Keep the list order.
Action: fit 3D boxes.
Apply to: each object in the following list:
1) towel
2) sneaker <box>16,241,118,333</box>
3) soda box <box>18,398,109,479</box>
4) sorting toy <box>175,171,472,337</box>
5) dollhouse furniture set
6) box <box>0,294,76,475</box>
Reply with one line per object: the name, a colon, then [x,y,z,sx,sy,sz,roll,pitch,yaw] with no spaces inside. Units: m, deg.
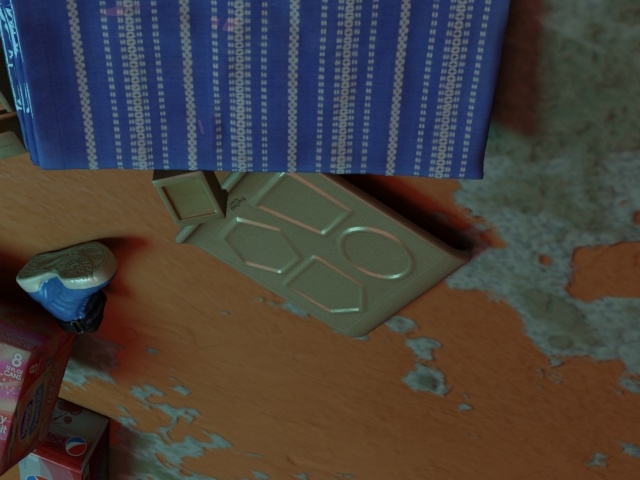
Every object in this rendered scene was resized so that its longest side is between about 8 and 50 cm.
towel: [-0.044,-0.127,0.864,0.336,0.040,0.243,2,138,-1]
sneaker: [-0.234,0.052,1.302,0.152,0.058,0.084,-9,129,44]
soda box: [-0.331,0.304,1.679,0.092,0.083,0.263,20,145,4]
sorting toy: [0.000,0.000,1.125,0.208,0.038,0.193,28,146,-15]
dollhouse furniture set: [-0.174,-0.099,1.002,0.161,0.101,0.182,-10,136,12]
box: [-0.434,0.120,1.390,0.300,0.154,0.142,20,-170,6]
